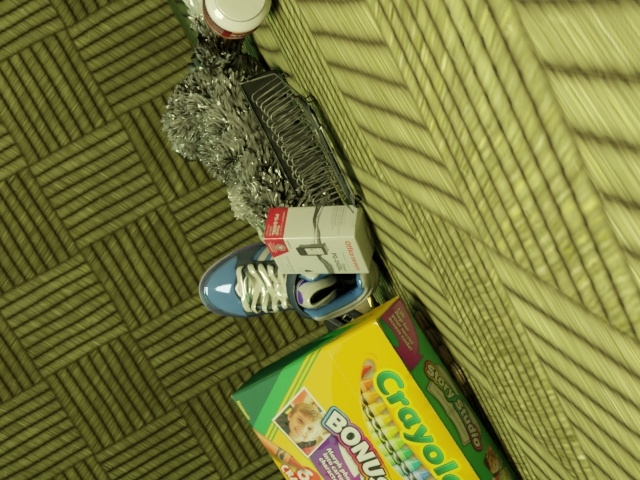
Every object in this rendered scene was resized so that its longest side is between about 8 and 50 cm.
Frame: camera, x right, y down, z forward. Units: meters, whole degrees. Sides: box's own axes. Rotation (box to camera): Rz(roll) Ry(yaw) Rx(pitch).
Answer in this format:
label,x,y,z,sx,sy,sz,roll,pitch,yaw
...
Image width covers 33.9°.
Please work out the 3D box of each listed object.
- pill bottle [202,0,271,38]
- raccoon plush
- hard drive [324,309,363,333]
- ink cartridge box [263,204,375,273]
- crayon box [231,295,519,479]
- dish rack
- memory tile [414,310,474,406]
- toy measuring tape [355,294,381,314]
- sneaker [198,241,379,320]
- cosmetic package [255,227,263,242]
label,x,y,z,sx,sy,sz,roll,pitch,yaw
pill bottle,-0.109,-0.309,1.359,0.086,0.086,0.152,61,176,-9
raccoon plush,-0.126,-0.184,1.759,0.299,0.216,0.446,49,171,29
hard drive,0.122,0.211,1.818,0.255,0.054,0.172,33,163,26
ink cartridge box,0.000,0.000,1.648,0.109,0.151,0.063,65,-151,-53
crayon box,0.086,0.313,1.613,0.363,0.313,0.106,56,-145,-3
dish rack,-0.029,-0.147,1.599,0.208,0.074,0.271,62,176,-26
memory tile,0.191,0.186,1.625,0.148,0.012,0.113,57,174,40
toy measuring tape,0.076,0.116,1.982,0.121,0.121,0.330,139,115,-86
sneaker,-0.059,0.072,1.778,0.236,0.323,0.130,-90,-9,-83
cosmetic package,-0.041,-0.006,2.162,0.129,0.153,0.296,59,177,38
